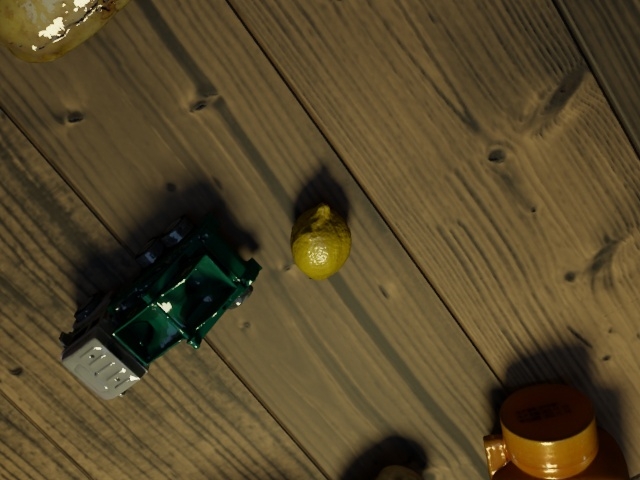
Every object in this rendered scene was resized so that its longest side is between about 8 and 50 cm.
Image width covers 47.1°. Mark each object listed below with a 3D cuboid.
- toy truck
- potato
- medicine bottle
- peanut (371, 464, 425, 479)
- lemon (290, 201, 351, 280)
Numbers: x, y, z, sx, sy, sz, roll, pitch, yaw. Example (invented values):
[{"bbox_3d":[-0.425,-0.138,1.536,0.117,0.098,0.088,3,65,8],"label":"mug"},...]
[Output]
[{"bbox_3d":[-0.171,0.076,0.762,0.216,0.116,0.110,-36,109,16],"label":"toy truck"},{"bbox_3d":[-0.230,-0.230,0.648,0.170,0.080,0.107,-41,99,14],"label":"potato"},{"bbox_3d":[0.274,0.284,0.847,0.149,0.112,0.222,-12,113,7],"label":"medicine bottle"},{"bbox_3d":[0.077,0.390,0.898,0.137,0.122,0.253,-6,110,-6],"label":"peanut"},{"bbox_3d":[0.000,0.000,0.753,0.065,0.065,0.092,2,123,0],"label":"lemon"}]
